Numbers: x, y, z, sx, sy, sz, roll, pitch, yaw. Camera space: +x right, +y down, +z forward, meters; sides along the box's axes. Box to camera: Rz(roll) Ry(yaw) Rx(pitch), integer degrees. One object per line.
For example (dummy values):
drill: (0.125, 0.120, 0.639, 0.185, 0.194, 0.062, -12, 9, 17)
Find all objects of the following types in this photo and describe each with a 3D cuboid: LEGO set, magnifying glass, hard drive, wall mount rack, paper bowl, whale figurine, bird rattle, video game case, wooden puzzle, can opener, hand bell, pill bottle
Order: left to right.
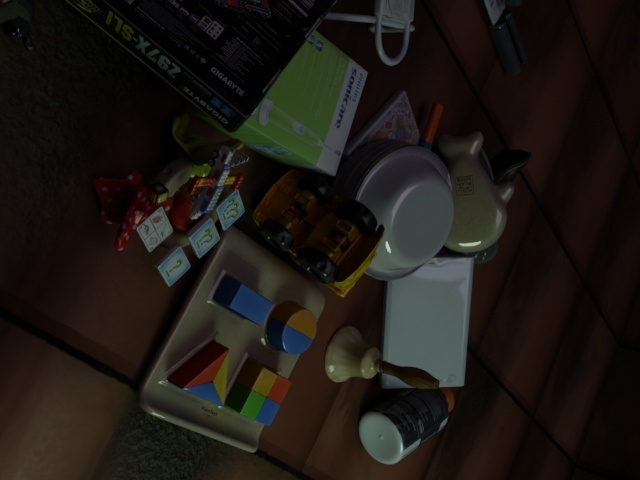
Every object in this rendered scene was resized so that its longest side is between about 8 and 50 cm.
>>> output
bird rattle: (-0.218, -0.065, 1.178, 0.254, 0.143, 0.207, -54, 150, -21)
LEGO set: (-0.179, -0.035, 1.127, 0.182, 0.060, 0.244, -45, 158, -18)
wooden puzzle: (-0.130, 0.188, 1.364, 0.322, 0.080, 0.348, 38, 70, -46)
wall mount rack: (0.071, -0.507, 1.402, 0.304, 0.130, 0.350, -9, 106, -51)
hand bell: (0.138, 0.266, 1.564, 0.126, 0.242, 0.126, -15, 111, -46)
video game case: (0.146, -0.176, 1.632, 0.227, 0.026, 0.206, -49, 132, -30)
paper bowl: (0.160, -0.057, 1.546, 0.284, 0.148, 0.284, -14, 116, -32)
pill bottle: (0.212, 0.411, 1.767, 0.245, 0.130, 0.131, -20, 113, -44)
magnifying glass: (0.227, -0.195, 1.683, 0.092, 0.026, 0.231, 26, 82, -48)
hard drive: (0.241, 0.185, 1.735, 0.202, 0.040, 0.308, 0, 101, -10)
whale figurine: (0.332, -0.109, 1.731, 0.141, 0.216, 0.272, -9, 91, -77)
can opener: (0.467, -0.531, 1.858, 0.076, 0.095, 0.283, -56, 134, -22)

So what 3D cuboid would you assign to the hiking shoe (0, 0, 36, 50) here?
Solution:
hiking shoe: (-0.438, -0.282, 0.898, 0.226, 0.086, 0.114, -9, 102, -48)

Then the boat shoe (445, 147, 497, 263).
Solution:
boat shoe: (0.365, -0.100, 1.850, 0.103, 0.118, 0.321, -98, 171, -64)

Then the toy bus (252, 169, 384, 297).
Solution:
toy bus: (0.000, 0.000, 1.414, 0.149, 0.220, 0.211, -51, 165, -14)

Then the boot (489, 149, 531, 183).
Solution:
boot: (0.480, -0.145, 1.994, 0.197, 0.076, 0.137, -30, 126, -26)

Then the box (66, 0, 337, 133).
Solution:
box: (-0.171, -0.352, 1.079, 0.322, 0.079, 0.257, 38, 65, -13)

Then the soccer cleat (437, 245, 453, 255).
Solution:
soccer cleat: (0.269, 0.157, 1.797, 0.116, 0.108, 0.318, -23, 117, -34)

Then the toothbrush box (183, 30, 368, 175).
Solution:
toothbrush box: (-0.067, -0.257, 1.298, 0.283, 0.122, 0.206, 24, 81, -48)
